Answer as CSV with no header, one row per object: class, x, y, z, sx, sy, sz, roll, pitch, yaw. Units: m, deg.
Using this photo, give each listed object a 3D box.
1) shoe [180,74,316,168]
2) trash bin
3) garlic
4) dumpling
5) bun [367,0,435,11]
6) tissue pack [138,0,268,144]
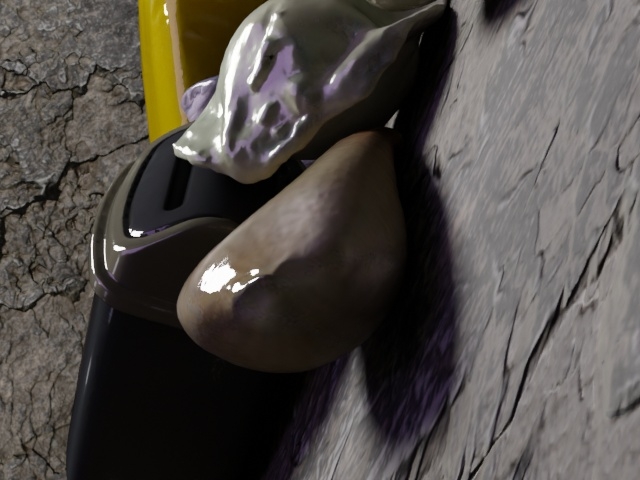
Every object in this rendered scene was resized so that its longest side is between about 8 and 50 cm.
shoe,-0.018,-0.090,1.367,0.095,0.137,0.245,-26,7,-36
trash bin,-0.098,0.061,1.286,0.209,0.182,0.290,-86,11,-57
garlic,-0.007,0.007,1.034,0.143,0.112,0.318,-43,12,20
dumpling,0.001,-0.114,1.176,0.229,0.124,0.151,-38,23,-1
bun,0.077,-0.229,1.043,0.183,0.102,0.183,-173,90,-83
tissue pack,-0.096,-0.150,1.572,0.192,0.134,0.270,146,118,-75
